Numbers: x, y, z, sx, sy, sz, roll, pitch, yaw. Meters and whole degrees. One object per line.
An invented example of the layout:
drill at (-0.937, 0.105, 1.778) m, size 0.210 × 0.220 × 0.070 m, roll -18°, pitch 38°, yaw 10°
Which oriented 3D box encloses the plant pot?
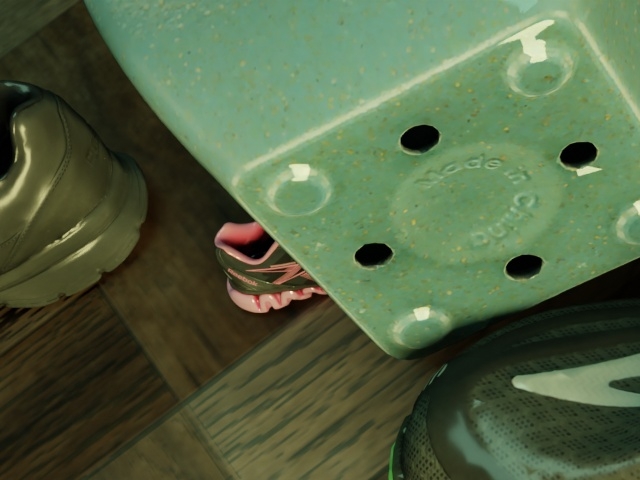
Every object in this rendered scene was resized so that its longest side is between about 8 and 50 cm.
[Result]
plant pot at (0.044, -0.103, 0.787) m, size 0.248 × 0.247 × 0.252 m, roll -27°, pitch 45°, yaw 17°

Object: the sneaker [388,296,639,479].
sneaker at (0.241, 0.074, 0.643) m, size 0.483 × 0.202 × 0.185 m, roll 3°, pitch 55°, yaw 30°

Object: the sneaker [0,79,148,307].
sneaker at (-0.239, 0.011, 0.998) m, size 0.286 × 0.130 × 0.109 m, roll -37°, pitch 48°, yaw -3°

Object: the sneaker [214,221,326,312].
sneaker at (0.000, 0.000, 0.932) m, size 0.119 × 0.057 × 0.047 m, roll -15°, pitch 46°, yaw 15°
